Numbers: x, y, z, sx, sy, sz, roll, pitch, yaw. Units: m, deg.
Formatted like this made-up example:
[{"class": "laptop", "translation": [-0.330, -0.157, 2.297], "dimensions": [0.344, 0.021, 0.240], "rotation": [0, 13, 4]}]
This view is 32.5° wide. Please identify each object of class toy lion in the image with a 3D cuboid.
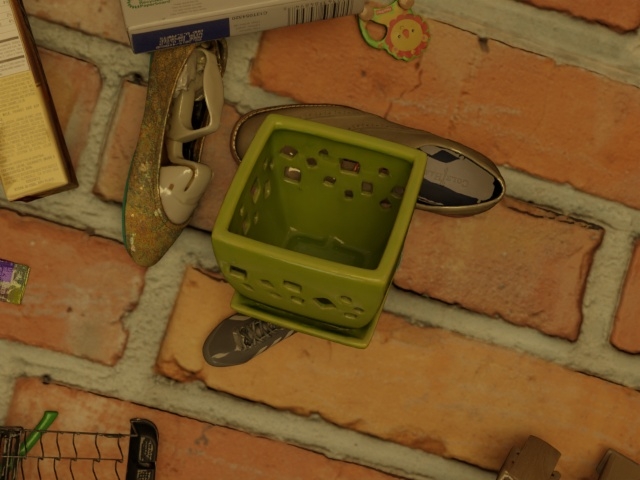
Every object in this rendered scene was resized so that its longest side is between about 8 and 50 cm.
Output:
[{"class": "toy lion", "translation": [0.109, -0.307, 1.604], "dimensions": [0.100, 0.034, 0.096], "rotation": [-16, 101, -7]}]

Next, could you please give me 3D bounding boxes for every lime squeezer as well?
[{"class": "lime squeezer", "translation": [-0.445, 0.390, 1.537], "dimensions": [0.110, 0.058, 0.311], "rotation": [7, 89, -39]}]

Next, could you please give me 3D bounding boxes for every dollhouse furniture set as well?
[{"class": "dollhouse furniture set", "translation": [0.359, 0.474, 1.633], "dimensions": [0.286, 0.198, 0.303], "rotation": [30, 119, 14]}]

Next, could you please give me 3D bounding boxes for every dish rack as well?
[{"class": "dish rack", "translation": [-0.358, 0.348, 1.506], "dimensions": [0.271, 0.074, 0.208], "rotation": [6, 89, -19]}]

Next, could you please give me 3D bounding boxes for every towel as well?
[{"class": "towel", "translation": [-0.456, 0.054, 1.542], "dimensions": [0.083, 0.009, 0.060], "rotation": [15, 88, -7]}]

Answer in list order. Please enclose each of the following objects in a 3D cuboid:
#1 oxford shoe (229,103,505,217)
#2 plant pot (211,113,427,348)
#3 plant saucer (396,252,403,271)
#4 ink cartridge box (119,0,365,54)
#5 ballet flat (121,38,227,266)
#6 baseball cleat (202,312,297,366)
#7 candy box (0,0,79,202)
[{"class": "oxford shoe", "translation": [0.071, -0.118, 1.541], "dimensions": [0.396, 0.146, 0.141], "rotation": [7, 93, -7]}, {"class": "plant pot", "translation": [0.000, 0.000, 1.434], "dimensions": [0.227, 0.207, 0.228], "rotation": [15, 54, 9]}, {"class": "plant saucer", "translation": [0.061, 0.013, 1.605], "dimensions": [0.119, 0.021, 0.119], "rotation": [0, 91, -7]}, {"class": "ink cartridge box", "translation": [-0.133, -0.431, 1.524], "dimensions": [0.324, 0.071, 0.330], "rotation": [-12, 64, -7]}, {"class": "ballet flat", "translation": [-0.193, -0.132, 1.513], "dimensions": [0.123, 0.123, 0.349], "rotation": [9, 87, -8]}, {"class": "baseball cleat", "translation": [-0.073, 0.113, 1.545], "dimensions": [0.205, 0.109, 0.072], "rotation": [-27, 81, -11]}, {"class": "candy box", "translation": [-0.411, -0.212, 1.457], "dimensions": [0.087, 0.183, 0.317], "rotation": [-18, 93, -8]}]
